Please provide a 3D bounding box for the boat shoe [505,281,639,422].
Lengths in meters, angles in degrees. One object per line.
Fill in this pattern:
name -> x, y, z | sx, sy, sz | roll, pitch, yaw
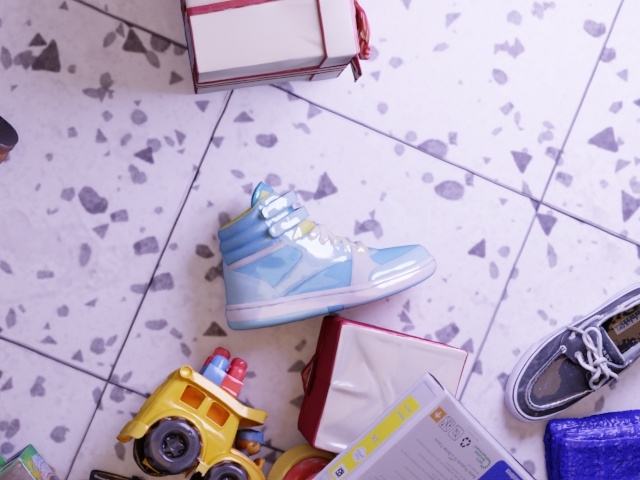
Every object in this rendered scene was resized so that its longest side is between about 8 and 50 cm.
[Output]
boat shoe -> 0.414, 0.169, 1.883 | 0.306, 0.105, 0.113 | -31, 92, -6

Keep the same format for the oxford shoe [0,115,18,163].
oxford shoe -> -0.532, -0.186, 1.812 | 0.212, 0.076, 0.076 | 46, 124, 7

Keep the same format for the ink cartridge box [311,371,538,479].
ink cartridge box -> 0.121, 0.368, 1.683 | 0.307, 0.072, 0.303 | -41, 127, 3

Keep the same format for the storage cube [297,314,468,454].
storage cube -> 0.083, 0.218, 1.803 | 0.215, 0.193, 0.183 | 14, 87, -7

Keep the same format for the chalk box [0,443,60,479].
chalk box -> -0.432, 0.379, 1.776 | 0.132, 0.132, 0.213 | -37, 92, -5

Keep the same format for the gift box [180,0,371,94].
gift box -> -0.063, -0.332, 1.765 | 0.258, 0.276, 0.255 | -9, 95, -8

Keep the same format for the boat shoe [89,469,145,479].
boat shoe -> -0.277, 0.360, 1.836 | 0.125, 0.046, 0.038 | 9, 92, 2

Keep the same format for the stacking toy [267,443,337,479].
stacking toy -> 0.067, 0.451, 1.782 | 0.309, 0.130, 0.279 | 13, 92, -25

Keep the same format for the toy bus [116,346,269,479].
toy bus -> -0.150, 0.269, 1.814 | 0.220, 0.149, 0.211 | 36, 69, -6

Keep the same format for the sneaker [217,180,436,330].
sneaker -> 0.000, 0.000, 1.834 | 0.319, 0.127, 0.208 | -13, 91, -7

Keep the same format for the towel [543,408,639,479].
towel -> 0.499, 0.365, 1.903 | 0.308, 0.076, 0.227 | -5, 88, -6
